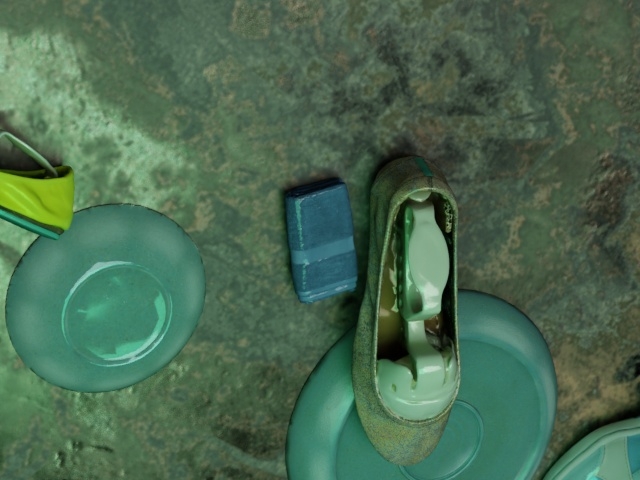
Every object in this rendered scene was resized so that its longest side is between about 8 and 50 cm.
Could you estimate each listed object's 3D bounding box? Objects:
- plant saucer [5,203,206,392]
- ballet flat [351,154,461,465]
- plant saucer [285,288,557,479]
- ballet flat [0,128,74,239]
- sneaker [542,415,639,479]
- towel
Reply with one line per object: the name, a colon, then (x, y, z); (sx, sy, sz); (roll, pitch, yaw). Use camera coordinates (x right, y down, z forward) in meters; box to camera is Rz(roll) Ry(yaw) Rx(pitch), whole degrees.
plant saucer: (-0.193, 0.063, 1.568); (0.195, 0.037, 0.195); (-9, 116, -20)
ballet flat: (0.088, 0.079, 1.627); (0.108, 0.106, 0.316); (-7, 103, -15)
plant saucer: (0.118, 0.204, 1.772); (0.318, 0.044, 0.317); (-10, 117, -20)
ballet flat: (-0.296, -0.063, 1.427); (0.231, 0.077, 0.077); (20, 89, -48)
sneaker: (0.386, 0.279, 1.802); (0.319, 0.208, 0.127); (-29, 119, 9)
towel: (0.000, 0.000, 1.631); (0.067, 0.029, 0.119); (-15, 119, -18)
